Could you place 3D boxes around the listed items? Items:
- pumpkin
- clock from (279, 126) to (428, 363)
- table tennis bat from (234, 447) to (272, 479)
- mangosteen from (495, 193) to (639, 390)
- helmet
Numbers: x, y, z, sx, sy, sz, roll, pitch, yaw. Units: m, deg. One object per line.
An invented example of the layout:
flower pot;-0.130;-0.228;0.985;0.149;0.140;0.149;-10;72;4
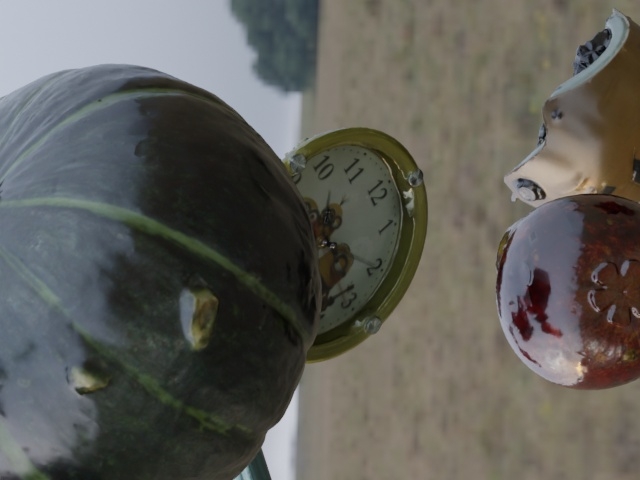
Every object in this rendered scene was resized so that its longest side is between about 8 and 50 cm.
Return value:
pumpkin;-0.155;0.039;1.184;0.241;0.323;0.323;34;-134;-41
clock;0.000;0.000;1.696;0.057;0.237;0.237;27;124;46
table tennis bat;-0.037;0.277;1.594;0.149;0.038;0.237;36;147;65
mangosteen;0.189;0.044;1.372;0.181;0.146;0.156;-13;105;56
helmet;0.277;-0.100;1.745;0.198;0.130;0.224;-48;-14;-31
